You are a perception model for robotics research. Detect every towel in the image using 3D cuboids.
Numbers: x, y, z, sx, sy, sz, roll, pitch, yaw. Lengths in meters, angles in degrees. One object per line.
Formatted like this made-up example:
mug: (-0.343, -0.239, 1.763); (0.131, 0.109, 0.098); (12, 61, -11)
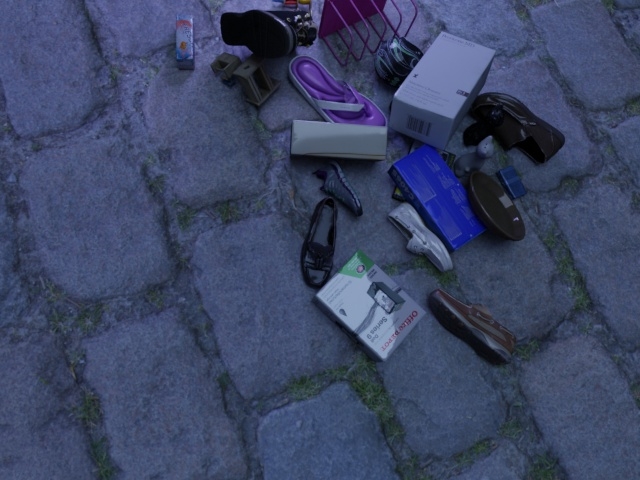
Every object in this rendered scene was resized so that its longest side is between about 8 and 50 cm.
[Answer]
towel: (0.685, -0.206, 1.778); (0.067, 0.029, 0.119); (-21, 78, -12)

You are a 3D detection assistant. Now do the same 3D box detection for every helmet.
helmet: (0.272, -0.640, 1.778); (0.161, 0.169, 0.169); (33, 73, -7)

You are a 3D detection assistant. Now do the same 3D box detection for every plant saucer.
plant saucer: (0.583, -0.112, 1.664); (0.278, 0.041, 0.278); (26, 44, -28)

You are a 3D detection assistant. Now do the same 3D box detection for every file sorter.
file sorter: (0.170, -0.787, 1.783); (0.291, 0.202, 0.182); (-29, 82, -14)

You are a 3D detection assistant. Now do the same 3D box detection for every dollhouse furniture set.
dollhouse furniture set: (-0.258, -0.580, 1.731); (0.184, 0.129, 0.129); (29, 70, 32)

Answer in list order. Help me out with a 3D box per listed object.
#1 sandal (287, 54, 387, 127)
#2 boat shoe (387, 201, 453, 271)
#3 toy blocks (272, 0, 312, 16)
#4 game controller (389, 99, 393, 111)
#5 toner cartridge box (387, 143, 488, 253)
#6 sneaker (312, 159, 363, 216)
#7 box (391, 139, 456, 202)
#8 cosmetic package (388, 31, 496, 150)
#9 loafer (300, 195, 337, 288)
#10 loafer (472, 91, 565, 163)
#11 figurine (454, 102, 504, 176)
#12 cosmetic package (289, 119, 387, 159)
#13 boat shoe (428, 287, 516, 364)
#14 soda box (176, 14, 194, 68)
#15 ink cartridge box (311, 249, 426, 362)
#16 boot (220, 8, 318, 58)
sandal: (0.054, -0.505, 1.740); (0.416, 0.102, 0.169); (36, 75, 2)
boat shoe: (0.324, 0.004, 1.644); (0.096, 0.098, 0.277); (-32, 72, -14)
toy blocks: (-0.106, -0.865, 1.844); (0.148, 0.054, 0.123); (1, 74, -7)
game controller: (0.406, -0.512, 1.807); (0.319, 0.067, 0.166); (-35, 82, -15)
toner cartridge box: (0.391, -0.140, 1.651); (0.165, 0.075, 0.348); (-31, 82, -15)
sneaker: (0.058, -0.160, 1.668); (0.098, 0.083, 0.223); (-27, 69, -3)
box: (0.361, -0.224, 1.733); (0.159, 0.044, 0.233); (23, 73, -2)
cosmetic package: (0.413, -0.513, 1.683); (0.217, 0.156, 0.385); (25, 63, 14)
loafer: (0.000, 0.000, 1.599); (0.109, 0.095, 0.302); (10, 74, -4)
loafer: (0.699, -0.400, 1.778); (0.366, 0.134, 0.130); (30, 73, 2)
figurine: (0.552, -0.338, 1.703); (0.092, 0.209, 0.215); (21, 73, -1)
cosmetic package: (0.054, -0.327, 1.650); (0.309, 0.160, 0.113); (2, 96, -5)
boat shoe: (0.486, 0.258, 1.588); (0.324, 0.123, 0.116); (41, 67, -2)
soda box: (-0.475, -0.698, 1.746); (0.058, 0.063, 0.183); (-3, 75, -7)
ink cartridge box: (0.150, 0.206, 1.548); (0.289, 0.121, 0.211); (43, 74, 5)
boot: (-0.127, -0.695, 1.652); (0.284, 0.138, 0.377); (-20, 32, -35)
